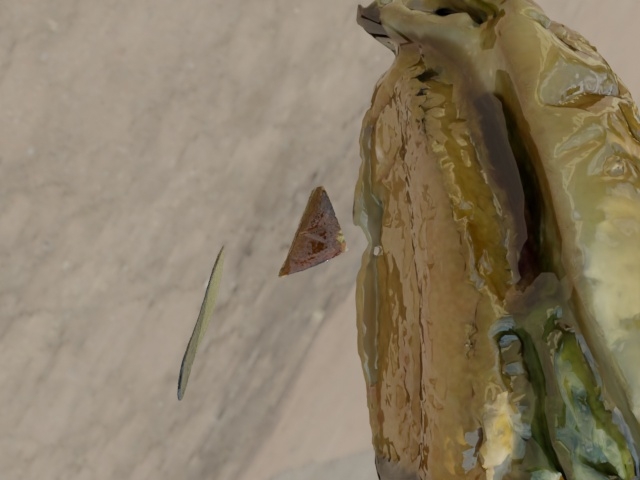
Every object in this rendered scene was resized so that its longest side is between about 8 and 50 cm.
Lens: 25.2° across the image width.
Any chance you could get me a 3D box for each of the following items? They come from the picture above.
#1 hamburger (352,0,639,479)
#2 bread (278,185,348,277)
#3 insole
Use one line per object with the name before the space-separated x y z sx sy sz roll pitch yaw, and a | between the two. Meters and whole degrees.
hamburger | 0.091 -0.004 0.542 0.155 0.135 0.208 161 -75 -71
bread | 0.000 0.000 1.525 0.043 0.062 0.109 -171 -74 -87
insole | -0.143 0.099 1.738 0.253 0.005 0.086 -75 174 -51
